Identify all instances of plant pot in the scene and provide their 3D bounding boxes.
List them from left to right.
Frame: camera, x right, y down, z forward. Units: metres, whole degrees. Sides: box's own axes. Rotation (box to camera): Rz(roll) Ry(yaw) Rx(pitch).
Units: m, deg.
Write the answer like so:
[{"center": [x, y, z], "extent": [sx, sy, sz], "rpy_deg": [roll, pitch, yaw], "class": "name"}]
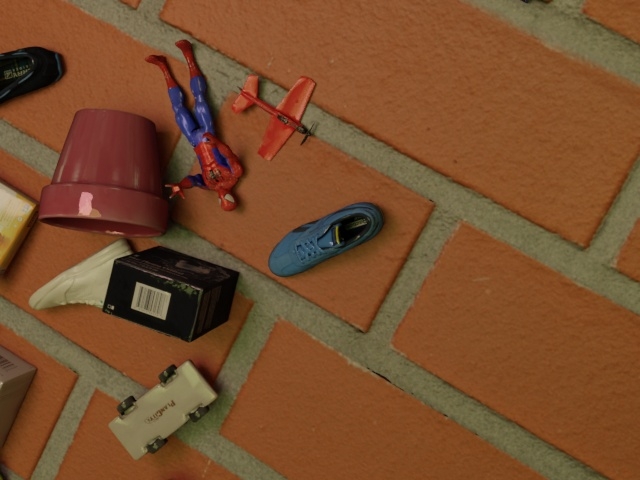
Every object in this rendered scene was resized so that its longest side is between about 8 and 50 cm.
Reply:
[{"center": [-0.338, -0.107, 1.394], "extent": [0.201, 0.201, 0.180], "rpy_deg": [2, 81, 15], "class": "plant pot"}]

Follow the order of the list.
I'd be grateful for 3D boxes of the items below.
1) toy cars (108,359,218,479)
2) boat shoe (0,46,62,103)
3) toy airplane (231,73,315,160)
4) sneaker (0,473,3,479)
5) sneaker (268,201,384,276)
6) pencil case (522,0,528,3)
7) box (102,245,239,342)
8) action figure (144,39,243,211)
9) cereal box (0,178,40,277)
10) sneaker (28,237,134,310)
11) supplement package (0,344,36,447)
[{"center": [-0.274, 0.380, 1.480], "extent": [0.176, 0.087, 0.393], "rpy_deg": [12, 96, 9], "class": "toy cars"}, {"center": [-0.570, -0.281, 1.480], "extent": [0.258, 0.089, 0.109], "rpy_deg": [-21, 90, 17], "class": "boat shoe"}, {"center": [-0.076, -0.208, 1.383], "extent": [0.151, 0.028, 0.151], "rpy_deg": [2, 98, 16], "class": "toy airplane"}, {"center": [-0.709, 0.391, 1.588], "extent": [0.296, 0.123, 0.109], "rpy_deg": [26, 104, -8], "class": "sneaker"}, {"center": [0.000, 0.000, 1.359], "extent": [0.209, 0.082, 0.069], "rpy_deg": [-26, 91, 18], "class": "sneaker"}, {"center": [0.321, -0.413, 1.230], "extent": [0.070, 0.064, 0.151], "rpy_deg": [43, 106, 24], "class": "pencil case"}, {"center": [-0.236, 0.081, 1.392], "extent": [0.156, 0.158, 0.093], "rpy_deg": [18, 101, 13], "class": "box"}, {"center": [-0.205, -0.172, 1.371], "extent": [0.091, 0.139, 0.280], "rpy_deg": [-22, 92, 18], "class": "action figure"}, {"center": [-0.630, -0.051, 1.513], "extent": [0.240, 0.047, 0.173], "rpy_deg": [31, 92, 1], "class": "cereal box"}, {"center": [-0.400, 0.084, 1.487], "extent": [0.212, 0.080, 0.094], "rpy_deg": [-28, 100, 16], "class": "sneaker"}, {"center": [-0.605, 0.288, 1.547], "extent": [0.105, 0.105, 0.179], "rpy_deg": [29, 103, 10], "class": "supplement package"}]
